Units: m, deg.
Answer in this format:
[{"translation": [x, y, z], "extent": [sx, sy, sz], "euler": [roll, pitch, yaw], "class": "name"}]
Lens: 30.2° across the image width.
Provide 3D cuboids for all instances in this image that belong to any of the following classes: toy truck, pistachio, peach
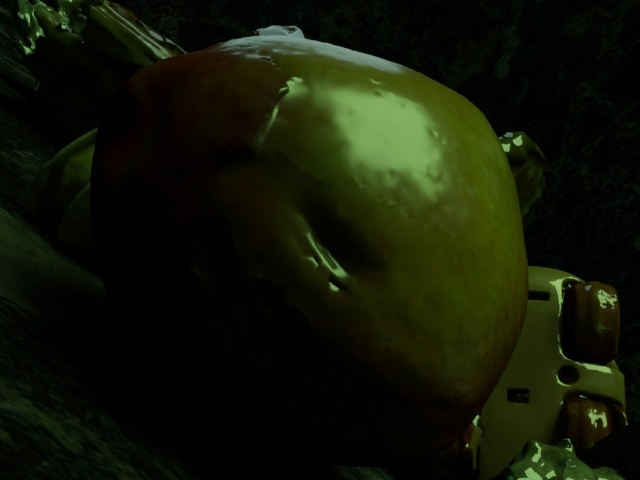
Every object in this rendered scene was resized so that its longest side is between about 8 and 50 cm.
[{"translation": [0.200, 0.150, 1.203], "extent": [0.204, 0.288, 0.212], "euler": [2, -26, 7], "class": "toy truck"}, {"translation": [-0.158, -0.056, 1.072], "extent": [0.223, 0.152, 0.126], "euler": [-26, 58, -37], "class": "pistachio"}, {"translation": [-0.002, 0.001, 0.881], "extent": [0.372, 0.289, 0.373], "euler": [45, 34, -42], "class": "peach"}]

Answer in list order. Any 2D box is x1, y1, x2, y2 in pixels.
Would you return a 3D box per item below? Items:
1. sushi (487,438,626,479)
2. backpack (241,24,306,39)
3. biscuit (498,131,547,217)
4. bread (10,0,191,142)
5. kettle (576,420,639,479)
[{"translation": [0.202, 0.260, 0.674], "extent": [0.350, 0.171, 0.211], "euler": [36, 7, -7], "class": "sushi"}, {"translation": [-0.034, -0.097, 1.375], "extent": [0.283, 0.197, 0.317], "euler": [58, 33, -43], "class": "backpack"}, {"translation": [0.123, 0.005, 1.255], "extent": [0.078, 0.329, 0.335], "euler": [45, 51, 15], "class": "biscuit"}, {"translation": [-0.269, -0.205, 1.560], "extent": [0.370, 0.192, 0.314], "euler": [34, 8, 20], "class": "bread"}, {"translation": [0.323, 0.316, 1.020], "extent": [0.290, 0.207, 0.268], "euler": [42, -24, -16], "class": "kettle"}]
